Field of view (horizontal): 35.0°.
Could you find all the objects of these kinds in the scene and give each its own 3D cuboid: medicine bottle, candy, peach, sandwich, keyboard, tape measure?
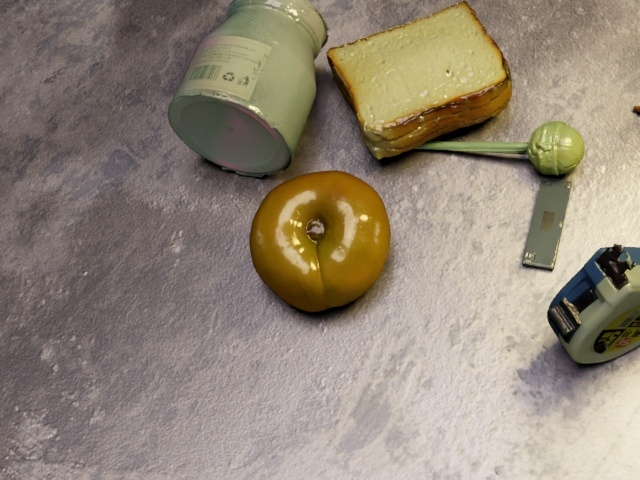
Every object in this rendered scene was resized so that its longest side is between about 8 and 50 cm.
[{"bbox_3d":[-0.119,-0.303,1.887,0.244,0.245,0.290,12,62,19],"label":"medicine bottle"},{"bbox_3d":[0.302,-0.166,1.815,0.335,0.093,0.092,3,18,24],"label":"candy"},{"bbox_3d":[0.000,0.000,1.743,0.251,0.153,0.251,-3,76,13],"label":"peach"},{"bbox_3d":[0.189,-0.298,1.881,0.301,0.099,0.271,-20,53,1],"label":"sandwich"},{"bbox_3d":[0.389,-0.031,1.739,0.055,0.014,0.176,9,63,17],"label":"keyboard"},{"bbox_3d":[0.505,0.093,1.577,0.351,0.215,0.098,4,46,-37],"label":"tape measure"}]

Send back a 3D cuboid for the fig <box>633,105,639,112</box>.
[{"bbox_3d":[0.620,-0.208,1.753,0.119,0.153,0.119,9,70,-27],"label":"fig"}]
